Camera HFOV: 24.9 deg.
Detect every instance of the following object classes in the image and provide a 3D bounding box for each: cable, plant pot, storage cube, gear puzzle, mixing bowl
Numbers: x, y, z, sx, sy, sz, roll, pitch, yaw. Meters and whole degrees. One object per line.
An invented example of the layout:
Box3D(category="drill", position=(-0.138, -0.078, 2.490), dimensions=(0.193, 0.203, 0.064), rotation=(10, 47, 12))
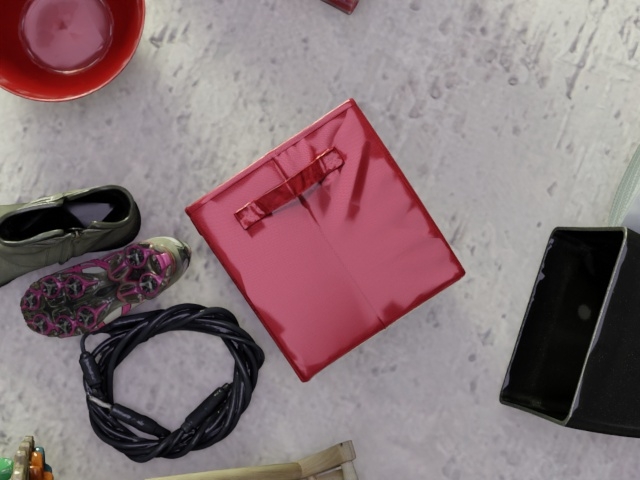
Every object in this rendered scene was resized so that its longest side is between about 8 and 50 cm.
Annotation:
Box3D(category="cable", position=(-0.145, 0.141, 1.443), dimensions=(0.184, 0.047, 0.151), rotation=(-10, 87, -2))
Box3D(category="plant pot", position=(0.301, 0.102, 1.390), dimensions=(0.167, 0.187, 0.188), rotation=(20, 86, -11))
Box3D(category="storage cube", position=(0.000, 0.000, 1.373), dimensions=(0.183, 0.215, 0.193), rotation=(-34, 94, -3))
Box3D(category="gear puzzle", position=(-0.254, 0.272, 1.290), dimensions=(0.044, 0.339, 0.175), rotation=(4, 86, -9))
Box3D(category="mixing bowl", position=(-0.258, -0.220, 1.436), dimensions=(0.181, 0.098, 0.181), rotation=(0, 88, 0))

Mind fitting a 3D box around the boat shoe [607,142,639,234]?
Box3D(category="boat shoe", position=(0.389, -0.116, 1.434), dimensions=(0.094, 0.109, 0.302), rotation=(31, 84, -1))

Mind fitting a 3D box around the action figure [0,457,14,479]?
Box3D(category="action figure", position=(-0.386, 0.252, 1.390), dimensions=(0.232, 0.063, 0.137), rotation=(-25, 99, 21))

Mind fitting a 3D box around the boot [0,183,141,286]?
Box3D(category="boot", position=(-0.293, -0.008, 1.392), dimensions=(0.246, 0.161, 0.083), rotation=(-17, 87, -1))

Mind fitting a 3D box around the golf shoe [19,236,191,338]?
Box3D(category="golf shoe", position=(-0.210, 0.048, 1.437), dimensions=(0.186, 0.086, 0.067), rotation=(-19, 92, 21))

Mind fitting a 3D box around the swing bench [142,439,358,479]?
Box3D(category="swing bench", position=(-0.070, 0.341, 1.342), dimensions=(0.254, 0.165, 0.253), rotation=(-3, 71, -40))

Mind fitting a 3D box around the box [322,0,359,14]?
Box3D(category="box", position=(-0.059, -0.370, 1.425), dimensions=(0.300, 0.142, 0.154), rotation=(31, 86, 1))
